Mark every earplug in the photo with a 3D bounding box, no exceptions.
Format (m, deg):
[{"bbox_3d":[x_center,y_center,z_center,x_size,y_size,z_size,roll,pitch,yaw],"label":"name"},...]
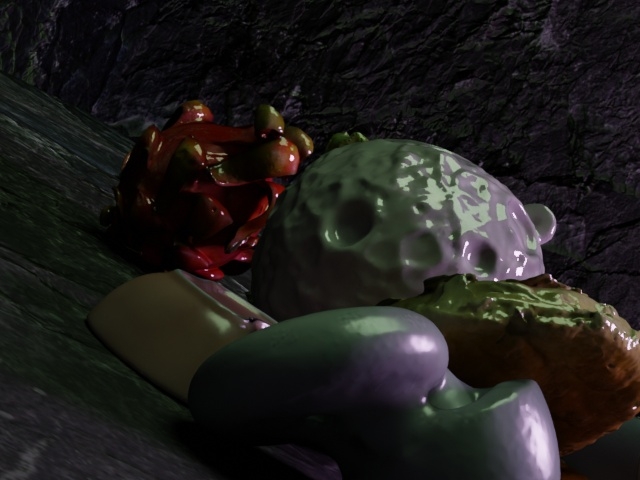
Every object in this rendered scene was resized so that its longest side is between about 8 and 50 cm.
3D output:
[{"bbox_3d":[0.051,0.155,1.181,0.325,0.175,0.214,27,-35,-18],"label":"earplug"}]

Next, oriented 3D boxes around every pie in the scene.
[{"bbox_3d":[0.145,0.134,1.366,0.339,0.339,0.083,30,43,-40],"label":"pie"}]

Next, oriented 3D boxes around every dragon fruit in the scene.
[{"bbox_3d":[-0.142,-0.057,1.895,0.227,0.243,0.307,14,-2,-41],"label":"dragon fruit"}]

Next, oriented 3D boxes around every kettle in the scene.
[{"bbox_3d":[0.293,0.258,1.724,0.243,0.210,0.160,13,19,35],"label":"kettle"}]

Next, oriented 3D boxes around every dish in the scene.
[{"bbox_3d":[-0.100,0.091,1.343,0.213,0.090,0.213,32,2,-1],"label":"dish"}]

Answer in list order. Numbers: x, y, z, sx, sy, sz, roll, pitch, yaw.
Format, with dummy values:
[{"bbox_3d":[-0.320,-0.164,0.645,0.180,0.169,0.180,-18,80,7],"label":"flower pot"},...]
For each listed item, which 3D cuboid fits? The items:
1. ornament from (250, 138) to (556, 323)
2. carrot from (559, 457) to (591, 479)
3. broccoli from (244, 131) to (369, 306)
[{"bbox_3d":[0.083,0.059,1.633,0.337,0.337,0.337,32,3,-2],"label":"ornament"},{"bbox_3d":[0.234,0.279,1.507,0.114,0.114,0.302,32,1,-1],"label":"carrot"},{"bbox_3d":[0.004,0.001,1.945,0.165,0.304,0.145,16,2,4],"label":"broccoli"}]
